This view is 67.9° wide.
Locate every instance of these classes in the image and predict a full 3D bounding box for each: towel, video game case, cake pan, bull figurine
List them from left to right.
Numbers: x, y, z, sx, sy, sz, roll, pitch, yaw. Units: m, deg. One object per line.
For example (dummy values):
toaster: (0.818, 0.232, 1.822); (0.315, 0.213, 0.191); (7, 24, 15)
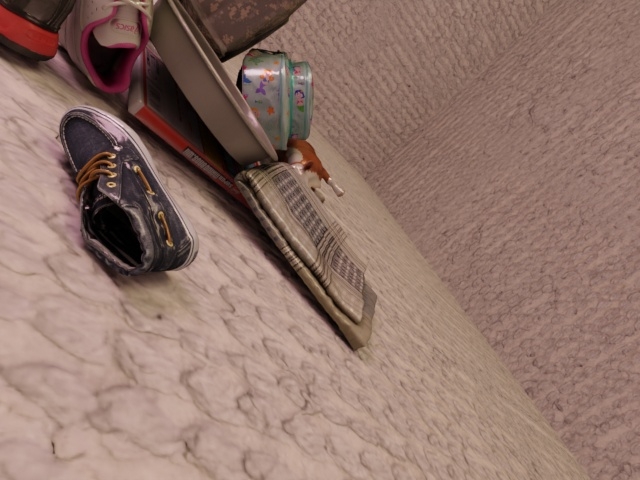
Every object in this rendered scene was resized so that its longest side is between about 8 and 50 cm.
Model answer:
video game case: (-0.186, -0.170, 0.765); (0.285, 0.025, 0.204); (41, 20, -43)
cake pan: (-0.165, -0.235, 0.723); (0.293, 0.054, 0.293); (58, 4, -6)
bull figurine: (-0.044, -0.188, 1.227); (0.188, 0.101, 0.310); (43, 15, -39)
towel: (0.000, 0.000, 0.817); (0.324, 0.056, 0.312); (55, 12, -5)

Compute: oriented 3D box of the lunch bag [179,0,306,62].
lunch bag: (-0.177, -0.509, 1.029); (0.169, 0.235, 0.287); (58, -8, -24)

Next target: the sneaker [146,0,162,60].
sneaker: (-0.345, -0.451, 0.959); (0.292, 0.110, 0.118); (49, 7, 7)

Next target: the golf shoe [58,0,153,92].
golf shoe: (-0.225, -0.309, 0.553); (0.115, 0.306, 0.140); (-9, 62, -41)

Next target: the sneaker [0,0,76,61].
sneaker: (-0.357, -0.330, 0.508); (0.276, 0.135, 0.097); (48, 14, 6)

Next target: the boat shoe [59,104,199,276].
boat shoe: (-0.180, -0.049, 0.406); (0.183, 0.065, 0.083); (50, 11, 6)

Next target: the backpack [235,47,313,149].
backpack: (-0.111, -0.319, 1.090); (0.191, 0.225, 0.253); (4, 23, 0)
